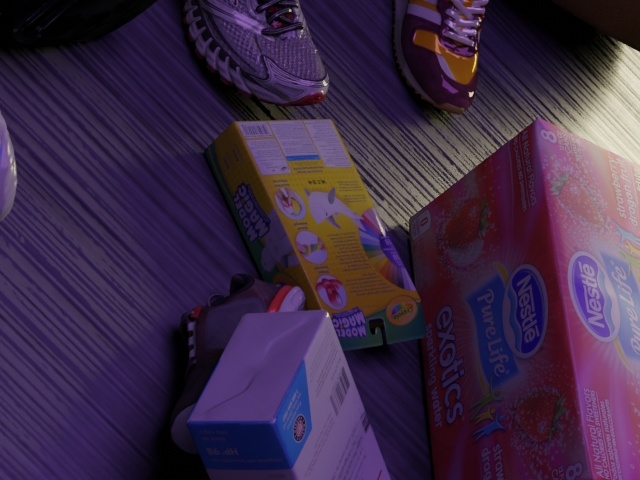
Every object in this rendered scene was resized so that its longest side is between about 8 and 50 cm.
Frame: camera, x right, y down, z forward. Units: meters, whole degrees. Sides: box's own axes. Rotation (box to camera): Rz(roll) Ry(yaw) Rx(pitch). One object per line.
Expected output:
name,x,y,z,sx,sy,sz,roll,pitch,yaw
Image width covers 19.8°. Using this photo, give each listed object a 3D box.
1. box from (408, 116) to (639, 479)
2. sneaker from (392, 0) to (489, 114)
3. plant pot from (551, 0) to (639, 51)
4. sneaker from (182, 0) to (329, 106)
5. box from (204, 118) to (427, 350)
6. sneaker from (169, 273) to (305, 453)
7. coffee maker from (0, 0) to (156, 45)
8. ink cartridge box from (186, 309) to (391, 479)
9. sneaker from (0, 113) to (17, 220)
box,0.172,0.086,1.287,0.142,0.154,0.300,22,47,-31
sneaker,0.107,-0.191,1.501,0.070,0.084,0.185,18,48,-33
plant pot,0.237,-0.311,1.632,0.254,0.237,0.237,17,48,-16
sneaker,-0.057,-0.197,1.343,0.088,0.093,0.225,-15,71,-48
box,0.000,0.000,1.281,0.105,0.043,0.179,-5,61,-46
sneaker,-0.067,0.075,1.161,0.065,0.061,0.158,24,37,11
coffee maker,-0.200,-0.224,1.215,0.171,0.120,0.178,-19,74,-43
ink cartridge box,-0.010,0.144,1.104,0.104,0.060,0.180,-63,141,-49
sneaker,-0.241,-0.111,1.110,0.086,0.085,0.237,6,52,-32
